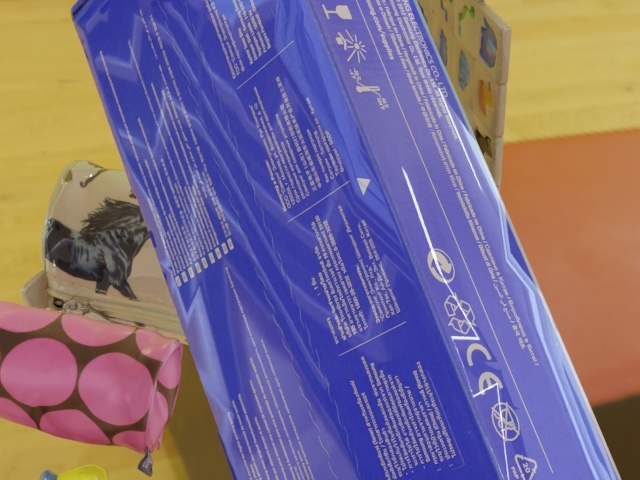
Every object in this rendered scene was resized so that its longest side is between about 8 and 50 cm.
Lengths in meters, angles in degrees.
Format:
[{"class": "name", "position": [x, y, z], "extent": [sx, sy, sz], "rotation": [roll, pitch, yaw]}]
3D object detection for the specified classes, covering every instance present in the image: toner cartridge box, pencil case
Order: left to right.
[{"class": "pencil case", "position": [-0.207, 0.097, 0.796], "extent": [0.209, 0.098, 0.095], "rotation": [14, 57, 2]}, {"class": "pencil case", "position": [-0.058, 0.043, 1.047], "extent": [0.410, 0.160, 0.183], "rotation": [11, 52, 6]}, {"class": "toner cartridge box", "position": [0.000, 0.000, 0.529], "extent": [0.075, 0.165, 0.347], "rotation": [-10, 75, -42]}]

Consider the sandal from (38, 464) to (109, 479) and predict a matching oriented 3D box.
[{"class": "sandal", "position": [-0.263, 0.315, 0.855], "extent": [0.138, 0.317, 0.126], "rotation": [15, -8, -6]}]

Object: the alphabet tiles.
[{"class": "alphabet tiles", "position": [0.090, -0.122, 0.808], "extent": [0.009, 0.237, 0.198], "rotation": [-11, 37, -12]}]
